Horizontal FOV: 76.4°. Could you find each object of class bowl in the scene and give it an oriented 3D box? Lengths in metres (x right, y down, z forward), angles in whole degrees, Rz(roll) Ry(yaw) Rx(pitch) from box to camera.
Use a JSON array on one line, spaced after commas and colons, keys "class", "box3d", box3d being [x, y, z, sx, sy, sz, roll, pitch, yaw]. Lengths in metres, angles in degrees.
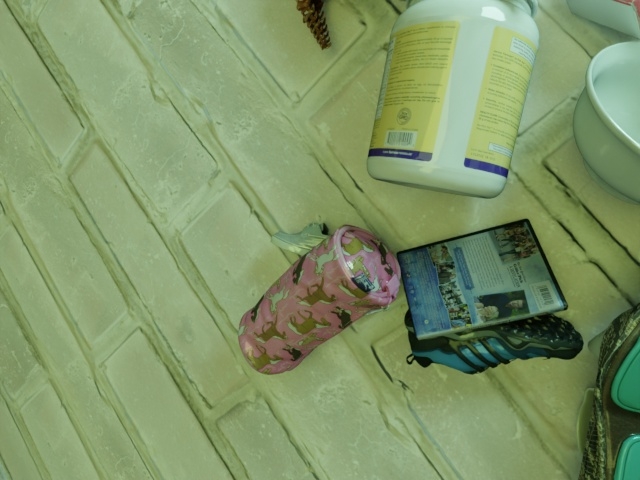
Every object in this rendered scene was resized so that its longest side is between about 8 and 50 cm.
[{"class": "bowl", "box3d": [0.502, -0.147, 0.604, 0.299, 0.134, 0.297, 3, 60, -6]}]

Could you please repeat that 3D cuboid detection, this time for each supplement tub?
[{"class": "supplement tub", "box3d": [0.222, -0.251, 0.695, 0.241, 0.241, 0.330, 14, 99, 23]}]

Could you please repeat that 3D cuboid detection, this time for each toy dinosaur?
[{"class": "toy dinosaur", "box3d": [0.006, -0.571, 0.850, 0.219, 0.164, 0.321, -5, 110, 39]}]

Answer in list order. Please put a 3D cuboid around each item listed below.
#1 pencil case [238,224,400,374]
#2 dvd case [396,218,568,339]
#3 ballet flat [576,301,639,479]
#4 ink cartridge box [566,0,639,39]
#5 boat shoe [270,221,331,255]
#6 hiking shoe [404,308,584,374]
[{"class": "pencil case", "box3d": [-0.018, 0.136, 0.838, 0.386, 0.160, 0.167, -42, 37, 34]}, {"class": "dvd case", "box3d": [0.280, 0.069, 0.743, 0.253, 0.022, 0.180, -16, 57, 14]}, {"class": "ballet flat", "box3d": [0.489, 0.262, 0.643, 0.164, 0.182, 0.481, 8, 98, 3]}, {"class": "ink cartridge box", "box3d": [0.508, -0.437, 0.604, 0.218, 0.092, 0.158, -46, 43, 21]}, {"class": "boat shoe", "box3d": [0.000, 0.000, 0.907, 0.228, 0.079, 0.081, 13, 92, 17]}, {"class": "hiking shoe", "box3d": [0.316, 0.191, 0.771, 0.305, 0.113, 0.131, 2, 115, 25]}]
